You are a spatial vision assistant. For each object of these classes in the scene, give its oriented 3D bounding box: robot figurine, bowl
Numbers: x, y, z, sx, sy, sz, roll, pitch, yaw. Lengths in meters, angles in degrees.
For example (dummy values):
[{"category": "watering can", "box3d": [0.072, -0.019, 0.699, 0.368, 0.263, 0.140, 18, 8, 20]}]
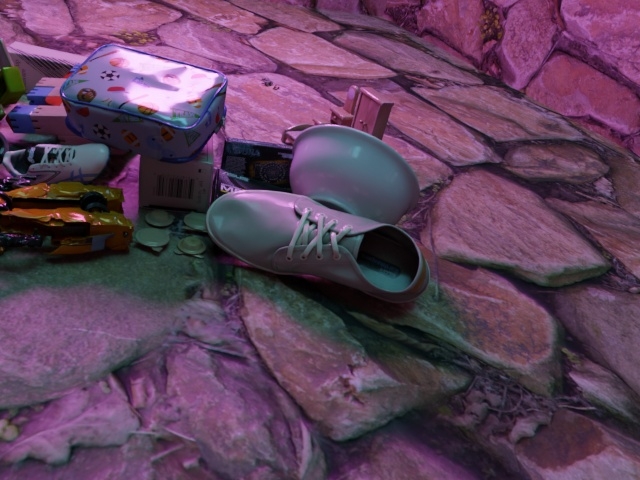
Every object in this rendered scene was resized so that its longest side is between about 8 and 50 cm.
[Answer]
[{"category": "robot figurine", "box3d": [-0.494, -0.039, 1.042, 0.291, 0.085, 0.211, -2, 35, -27]}, {"category": "bowl", "box3d": [0.048, -0.094, 1.241, 0.298, 0.297, 0.134, 22, 64, 11]}]

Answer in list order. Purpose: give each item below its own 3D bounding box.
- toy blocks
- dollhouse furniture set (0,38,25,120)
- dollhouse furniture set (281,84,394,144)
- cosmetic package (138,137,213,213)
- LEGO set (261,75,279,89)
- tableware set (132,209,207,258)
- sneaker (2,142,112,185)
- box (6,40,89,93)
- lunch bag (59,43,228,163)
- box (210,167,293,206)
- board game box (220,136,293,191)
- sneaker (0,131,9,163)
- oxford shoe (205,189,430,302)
[{"category": "toy blocks", "box3d": [-0.565, -0.324, 1.406, 0.261, 0.190, 0.381, 2, 39, 2]}, {"category": "dollhouse furniture set", "box3d": [-0.818, -0.333, 1.223, 0.302, 0.151, 0.198, -23, 4, -44]}, {"category": "dollhouse furniture set", "box3d": [0.009, -0.344, 1.665, 0.356, 0.173, 0.303, -7, 37, -33]}, {"category": "cosmetic package", "box3d": [-0.322, -0.193, 1.321, 0.153, 0.129, 0.296, 6, 33, -14]}, {"category": "LEGO set", "box3d": [-0.179, -0.560, 2.069, 0.083, 0.023, 0.054, 25, 32, 16]}, {"category": "tableware set", "box3d": [-0.287, -0.019, 1.164, 0.141, 0.020, 0.168, 12, 31, -8]}, {"category": "sneaker", "box3d": [-0.514, -0.151, 1.140, 0.238, 0.085, 0.086, -5, -18, 21]}, {"category": "box", "box3d": [-0.693, -0.442, 1.574, 0.275, 0.113, 0.094, 9, 33, -9]}, {"category": "lunch bag", "box3d": [-0.339, -0.281, 1.181, 0.304, 0.114, 0.243, 17, 47, 3]}, {"category": "box", "box3d": [-0.142, -0.074, 1.271, 0.191, 0.045, 0.184, 16, 32, -16]}, {"category": "board game box", "box3d": [-0.138, -0.170, 1.368, 0.186, 0.126, 0.026, 5, 33, -18]}, {"category": "sneaker", "box3d": [-0.720, -0.128, 1.103, 0.106, 0.101, 0.267, -2, 28, 29]}, {"category": "oxford shoe", "box3d": [0.000, 0.000, 1.109, 0.450, 0.169, 0.130, 19, -13, 2]}]
